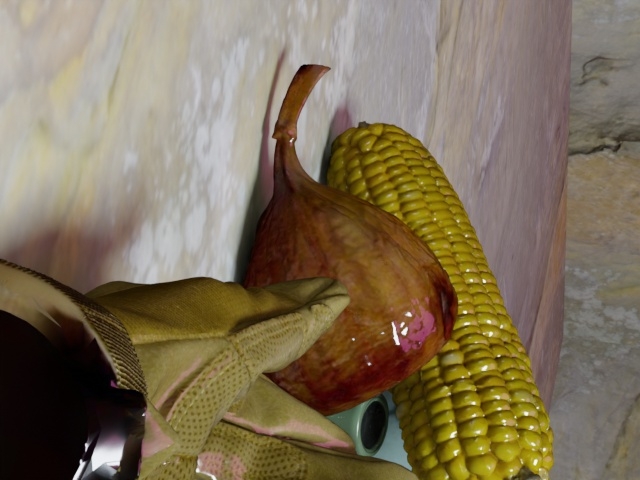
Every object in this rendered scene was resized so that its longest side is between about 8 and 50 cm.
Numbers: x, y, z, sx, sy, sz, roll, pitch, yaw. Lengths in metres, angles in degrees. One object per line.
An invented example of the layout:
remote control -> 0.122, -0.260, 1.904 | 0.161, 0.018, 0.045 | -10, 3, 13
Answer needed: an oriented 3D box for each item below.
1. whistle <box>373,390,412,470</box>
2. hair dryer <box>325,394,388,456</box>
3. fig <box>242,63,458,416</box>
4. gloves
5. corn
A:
whistle -> 0.079, 0.136, 1.270 | 0.163, 0.163, 0.290 | -43, 139, -70
hair dryer -> -0.022, 0.125, 1.069 | 0.150, 0.071, 0.047 | -15, 108, -58
fig -> 0.000, 0.000, 1.007 | 0.146, 0.133, 0.201 | -156, -135, -77
gloves -> -0.064, 0.087, 0.671 | 0.331, 0.141, 0.154 | 24, 47, -66
corn -> 0.079, 0.045, 1.133 | 0.102, 0.102, 0.313 | 75, 0, -58
